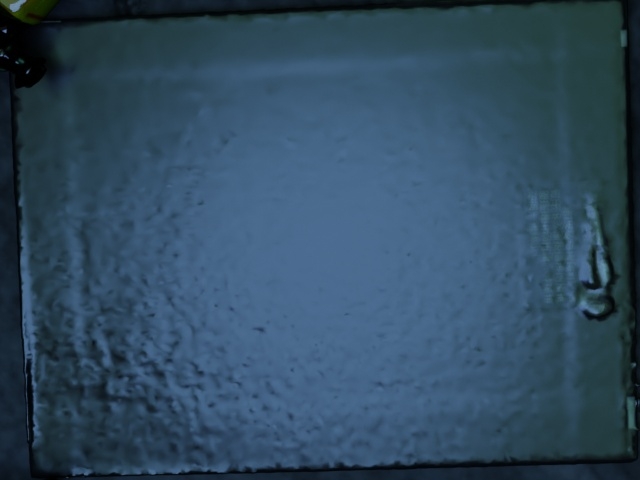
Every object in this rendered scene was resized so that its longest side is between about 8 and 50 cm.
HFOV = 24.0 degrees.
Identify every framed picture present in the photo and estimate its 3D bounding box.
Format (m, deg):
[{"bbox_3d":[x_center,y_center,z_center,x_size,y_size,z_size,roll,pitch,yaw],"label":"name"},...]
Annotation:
[{"bbox_3d":[0.000,0.000,0.820,0.338,0.014,0.255,-2,94,5],"label":"framed picture"}]

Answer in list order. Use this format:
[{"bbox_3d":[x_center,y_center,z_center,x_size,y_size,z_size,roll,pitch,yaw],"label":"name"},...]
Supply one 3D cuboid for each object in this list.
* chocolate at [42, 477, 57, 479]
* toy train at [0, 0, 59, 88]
[{"bbox_3d":[-0.188,0.218,0.804,0.224,0.206,0.177,-19,47,-4],"label":"chocolate"},{"bbox_3d":[-0.141,-0.205,0.775,0.160,0.100,0.296,44,96,-1],"label":"toy train"}]
